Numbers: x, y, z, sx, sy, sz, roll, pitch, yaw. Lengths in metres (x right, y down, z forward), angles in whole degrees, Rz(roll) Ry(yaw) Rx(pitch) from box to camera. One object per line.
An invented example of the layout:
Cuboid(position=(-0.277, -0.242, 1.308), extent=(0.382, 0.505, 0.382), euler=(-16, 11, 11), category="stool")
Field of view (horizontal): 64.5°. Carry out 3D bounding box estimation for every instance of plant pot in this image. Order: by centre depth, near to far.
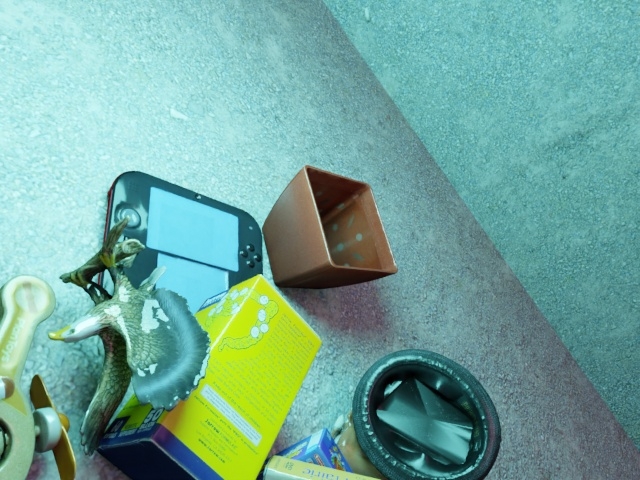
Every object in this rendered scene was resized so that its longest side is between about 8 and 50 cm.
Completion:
Cuboid(position=(0.000, 0.000, 1.318), extent=(0.267, 0.235, 0.267), euler=(9, 58, -48), category="plant pot")

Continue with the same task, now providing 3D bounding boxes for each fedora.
Cuboid(position=(0.237, 0.425, 1.176), extent=(0.153, 0.333, 0.334), euler=(76, 8, -58), category="fedora")

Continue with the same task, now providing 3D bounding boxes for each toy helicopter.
Cuboid(position=(-0.448, 0.210, 0.722), extent=(0.235, 0.140, 0.355), euler=(33, 41, -35), category="toy helicopter")

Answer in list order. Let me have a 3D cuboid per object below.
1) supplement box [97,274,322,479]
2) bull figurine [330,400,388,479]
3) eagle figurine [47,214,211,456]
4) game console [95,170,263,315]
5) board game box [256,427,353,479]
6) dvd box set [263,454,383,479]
Cuboid(position=(-0.182, 0.266, 0.912), extent=(0.195, 0.194, 0.357), euler=(50, 41, -18), category="supplement box")
Cuboid(position=(0.139, 0.530, 1.219), extent=(0.310, 0.101, 0.188), euler=(45, 34, -22), category="bull figurine")
Cuboid(position=(-0.315, 0.153, 0.812), extent=(0.225, 0.226, 0.298), euler=(-24, 76, -24), category="eagle figurine")
Cuboid(position=(-0.281, 0.045, 1.103), extent=(0.386, 0.060, 0.342), euler=(20, 50, -40), category="game console")
Cuboid(position=(-0.004, 0.550, 0.910), extent=(0.347, 0.233, 0.078), euler=(59, 10, 0), category="board game box")
Cuboid(position=(0.094, 0.546, 0.823), extent=(0.062, 0.420, 0.308), euler=(-25, 124, -80), category="dvd box set")
